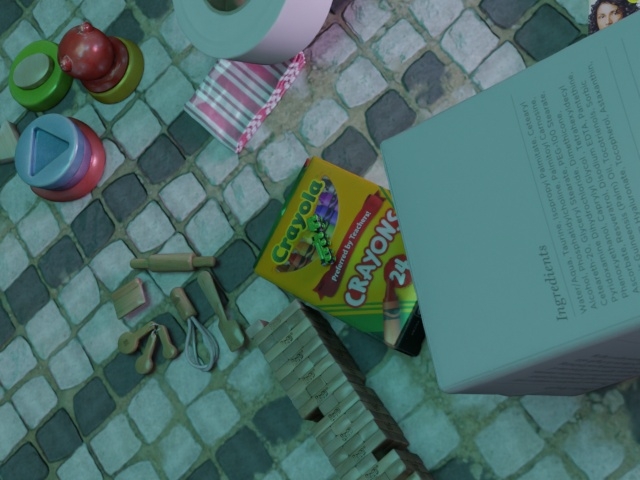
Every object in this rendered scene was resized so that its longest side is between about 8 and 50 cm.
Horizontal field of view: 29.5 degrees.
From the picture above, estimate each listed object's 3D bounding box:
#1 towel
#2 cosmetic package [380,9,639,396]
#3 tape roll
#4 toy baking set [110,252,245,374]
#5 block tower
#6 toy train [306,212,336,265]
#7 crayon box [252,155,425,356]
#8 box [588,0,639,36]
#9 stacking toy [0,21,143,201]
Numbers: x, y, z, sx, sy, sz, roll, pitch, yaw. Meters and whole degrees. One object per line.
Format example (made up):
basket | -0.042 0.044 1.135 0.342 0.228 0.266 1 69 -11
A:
towel | -0.127 -0.256 1.979 0.144 0.029 0.197 40 96 31
cosmetic package | 0.344 -0.022 1.438 0.393 0.329 0.327 -25 69 34
tape roll | -0.106 -0.418 1.891 0.286 0.100 0.286 -1 88 43
toy baking set | -0.224 0.113 1.928 0.256 0.030 0.197 -7 76 26
block tower | 0.026 0.232 1.725 0.097 0.091 0.335 -42 62 10
toy train | 0.000 0.000 1.752 0.023 0.017 0.083 -31 64 28
crayon box | 0.042 0.011 1.784 0.318 0.081 0.202 26 89 31
box | 0.420 -0.344 1.700 0.087 0.058 0.232 -5 73 26
stacking toy | -0.481 -0.237 2.100 0.279 0.130 0.309 14 82 30
